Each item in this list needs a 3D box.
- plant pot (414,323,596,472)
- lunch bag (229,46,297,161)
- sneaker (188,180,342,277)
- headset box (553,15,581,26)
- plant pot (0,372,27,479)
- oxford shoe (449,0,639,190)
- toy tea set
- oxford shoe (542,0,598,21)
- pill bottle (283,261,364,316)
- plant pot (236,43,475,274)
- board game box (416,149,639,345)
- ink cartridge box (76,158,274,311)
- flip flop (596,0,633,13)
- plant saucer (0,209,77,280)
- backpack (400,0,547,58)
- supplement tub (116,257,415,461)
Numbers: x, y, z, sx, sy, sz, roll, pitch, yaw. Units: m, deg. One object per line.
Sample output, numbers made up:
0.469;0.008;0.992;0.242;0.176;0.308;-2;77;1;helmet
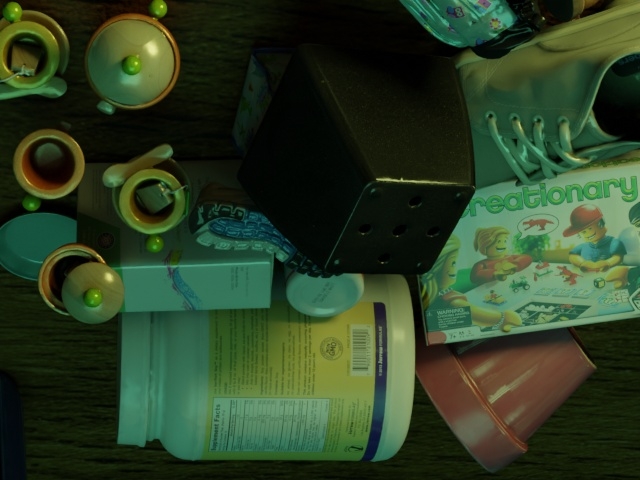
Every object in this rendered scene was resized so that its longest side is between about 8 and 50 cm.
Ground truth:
0.229;0.153;2.169;0.180;0.201;0.201;-35;132;9;plant pot
-0.006;-0.132;1.886;0.151;0.096;0.129;-4;136;-24;lunch bag
-0.044;-0.022;1.877;0.190;0.083;0.071;18;124;-12;sneaker
0.258;-0.197;1.880;0.083;0.032;0.062;-23;134;17;headset box
-0.492;0.295;2.211;0.212;0.236;0.236;9;136;-25;plant pot
0.235;-0.128;1.828;0.449;0.130;0.169;-19;132;35;oxford shoe
-0.225;-0.082;1.786;0.200;0.124;0.336;-10;102;-5;toy tea set
0.254;-0.319;1.732;0.076;0.076;0.212;-29;140;-19;oxford shoe
0.000;0.000;1.977;0.087;0.160;0.087;-3;139;-3;pill bottle
0.052;-0.068;1.779;0.187;0.167;0.188;2;133;-30;plant pot
0.259;0.007;2.041;0.305;0.053;0.193;-8;112;3;board game box
-0.160;-0.006;1.958;0.212;0.154;0.093;-3;140;-3;ink cartridge box
0.423;-0.203;1.855;0.277;0.080;0.112;9;136;-16;flip flop
-0.319;0.001;2.048;0.119;0.021;0.119;-3;139;-2;plant saucer
0.126;-0.268;1.707;0.115;0.152;0.182;-39;117;20;backpack
-0.070;0.138;2.066;0.331;0.241;0.241;1;138;-7;supplement tub
